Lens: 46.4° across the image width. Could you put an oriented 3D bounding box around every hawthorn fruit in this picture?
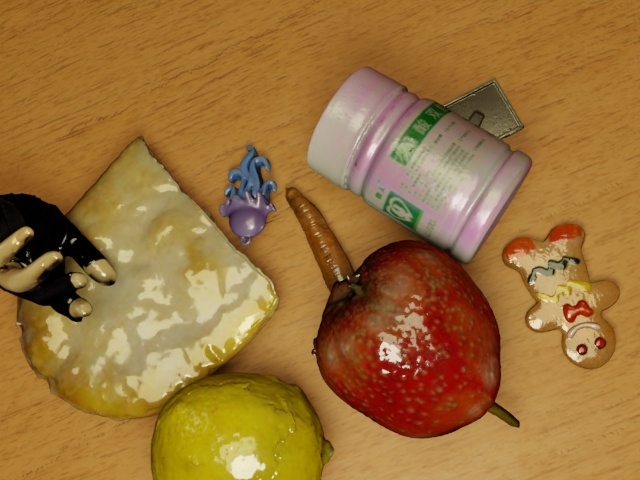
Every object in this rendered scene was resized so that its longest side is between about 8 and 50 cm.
[{"bbox_3d":[0.170,0.176,1.174,0.369,0.285,0.285,39,86,3],"label":"hawthorn fruit"}]

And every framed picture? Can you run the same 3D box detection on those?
[{"bbox_3d":[0.279,-0.218,1.363,0.149,0.011,0.109,-26,75,2],"label":"framed picture"}]

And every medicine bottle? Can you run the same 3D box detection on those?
[{"bbox_3d":[0.165,-0.129,1.258,0.325,0.212,0.212,34,85,14],"label":"medicine bottle"}]

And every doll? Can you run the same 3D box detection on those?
[{"bbox_3d":[-0.129,-0.085,1.368,0.110,0.067,0.206,-6,66,21],"label":"doll"}]

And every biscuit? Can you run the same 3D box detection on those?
[{"bbox_3d":[0.421,0.096,1.264,0.165,0.036,0.250,-20,76,5],"label":"biscuit"},{"bbox_3d":[-0.324,0.099,1.336,0.429,0.104,0.446,39,84,15],"label":"biscuit"}]

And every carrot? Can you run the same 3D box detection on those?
[{"bbox_3d":[0.000,0.000,1.336,0.059,0.059,0.248,-28,73,2],"label":"carrot"}]

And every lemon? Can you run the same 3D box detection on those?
[{"bbox_3d":[-0.133,0.334,1.186,0.284,0.260,0.260,23,82,9],"label":"lemon"}]

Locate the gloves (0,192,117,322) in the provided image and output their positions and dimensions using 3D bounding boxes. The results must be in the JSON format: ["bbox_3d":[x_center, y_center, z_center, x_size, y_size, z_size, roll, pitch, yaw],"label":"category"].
[{"bbox_3d":[-0.457,0.031,1.240,0.301,0.197,0.152,29,115,40],"label":"gloves"}]
